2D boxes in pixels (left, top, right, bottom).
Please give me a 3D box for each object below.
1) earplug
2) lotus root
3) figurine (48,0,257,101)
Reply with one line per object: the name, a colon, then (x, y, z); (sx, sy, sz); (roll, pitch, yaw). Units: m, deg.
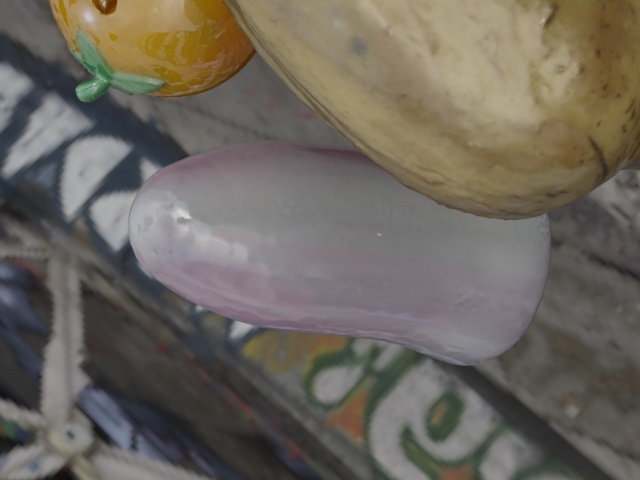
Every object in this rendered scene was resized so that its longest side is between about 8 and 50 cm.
earplug: (0.000, 0.000, 1.147); (0.301, 0.172, 0.172); (5, -171, -38)
lotus root: (0.050, -0.094, 0.647); (0.257, 0.140, 0.154); (31, -164, -12)
figurine: (-0.069, -0.172, 0.757); (0.124, 0.222, 0.324); (-9, 148, 25)
